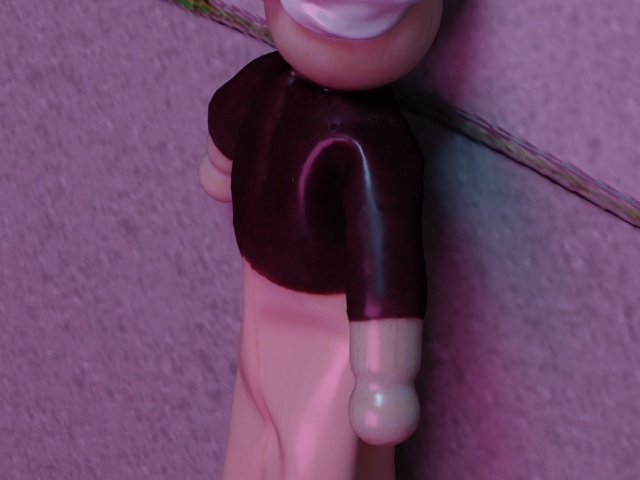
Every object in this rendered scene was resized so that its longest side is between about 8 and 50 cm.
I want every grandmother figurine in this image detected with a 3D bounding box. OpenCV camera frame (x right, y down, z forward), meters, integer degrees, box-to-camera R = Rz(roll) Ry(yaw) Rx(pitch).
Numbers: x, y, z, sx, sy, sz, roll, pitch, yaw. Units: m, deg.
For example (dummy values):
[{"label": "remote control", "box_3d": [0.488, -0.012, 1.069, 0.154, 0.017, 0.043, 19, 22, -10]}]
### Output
[{"label": "grandmother figurine", "box_3d": [0.000, 0.000, 0.787, 0.208, 0.104, 0.342, 40, 134, 44]}]
